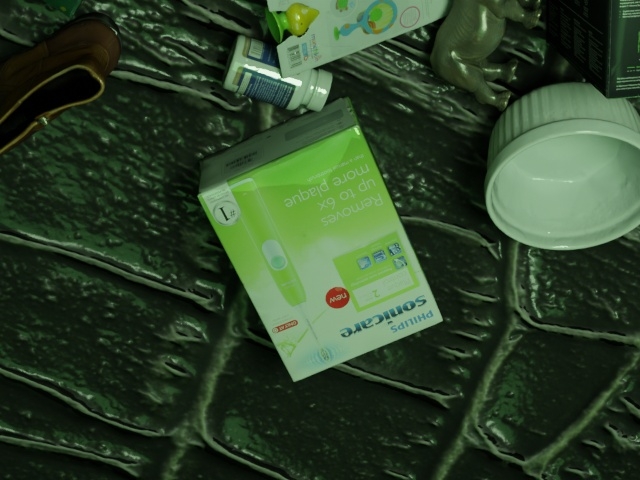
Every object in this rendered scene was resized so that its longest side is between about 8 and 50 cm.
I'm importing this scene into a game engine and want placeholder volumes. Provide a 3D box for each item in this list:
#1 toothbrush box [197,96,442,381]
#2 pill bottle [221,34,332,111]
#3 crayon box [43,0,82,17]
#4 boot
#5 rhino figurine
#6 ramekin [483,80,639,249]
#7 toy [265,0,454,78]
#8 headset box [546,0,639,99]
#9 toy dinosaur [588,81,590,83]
[{"bbox_3d":[0.000,0.000,1.350,0.206,0.122,0.283,-22,116,5],"label":"toothbrush box"},{"bbox_3d":[-0.050,-0.192,1.287,0.120,0.067,0.067,17,112,-12],"label":"pill bottle"},{"bbox_3d":[-0.267,-0.382,1.078,0.203,0.083,0.323,31,144,-17],"label":"crayon box"},{"bbox_3d":[-0.325,-0.128,1.173,0.264,0.280,0.096,-27,114,7],"label":"boot"},{"bbox_3d":[0.201,-0.278,1.262,0.106,0.073,0.243,17,116,0],"label":"rhino figurine"},{"bbox_3d":[0.296,-0.094,1.308,0.207,0.109,0.207,1,141,1],"label":"ramekin"},{"bbox_3d":[0.043,-0.290,1.247,0.237,0.056,0.137,-26,134,-16],"label":"toy"},{"bbox_3d":[0.333,-0.324,1.168,0.131,0.246,0.283,-6,113,-2],"label":"headset box"},{"bbox_3d":[0.347,-0.179,1.358,0.090,0.047,0.082,30,122,18],"label":"toy dinosaur"}]
